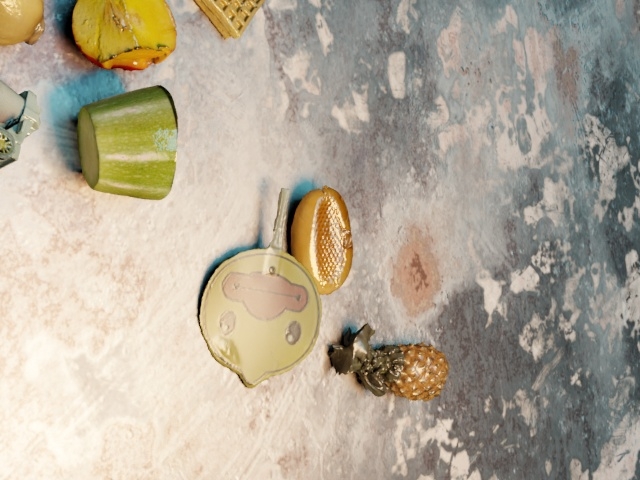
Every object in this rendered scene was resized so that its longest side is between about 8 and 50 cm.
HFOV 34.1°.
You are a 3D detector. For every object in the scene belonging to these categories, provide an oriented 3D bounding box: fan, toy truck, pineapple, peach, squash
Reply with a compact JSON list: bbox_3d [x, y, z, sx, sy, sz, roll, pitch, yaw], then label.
[{"bbox_3d":[-0.088,0.078,1.716,0.229,0.011,0.335,11,87,-32],"label":"fan"},{"bbox_3d":[-0.484,-0.182,1.350,0.257,0.108,0.140,34,51,-38],"label":"toy truck"},{"bbox_3d":[0.117,0.221,1.880,0.237,0.111,0.119,16,46,-36],"label":"pineapple"},{"bbox_3d":[-0.287,-0.319,1.535,0.151,0.118,0.151,-1,96,-6],"label":"peach"},{"bbox_3d":[-0.278,-0.137,1.508,0.123,0.170,0.170,-8,92,-27],"label":"squash"}]

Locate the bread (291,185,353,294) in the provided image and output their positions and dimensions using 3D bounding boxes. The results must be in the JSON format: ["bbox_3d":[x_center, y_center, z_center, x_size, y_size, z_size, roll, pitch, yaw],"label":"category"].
[{"bbox_3d":[0.000,0.000,1.804,0.114,0.077,0.189,-3,93,-23],"label":"bread"}]

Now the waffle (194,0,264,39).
[{"bbox_3d":[-0.140,-0.415,1.730,0.102,0.042,0.148,48,56,-29],"label":"waffle"}]

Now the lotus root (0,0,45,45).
[{"bbox_3d":[-0.472,-0.361,1.344,0.303,0.146,0.131,50,21,-33],"label":"lotus root"}]
